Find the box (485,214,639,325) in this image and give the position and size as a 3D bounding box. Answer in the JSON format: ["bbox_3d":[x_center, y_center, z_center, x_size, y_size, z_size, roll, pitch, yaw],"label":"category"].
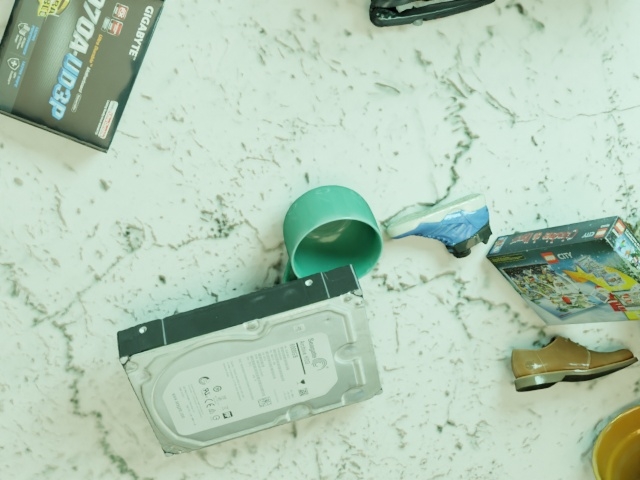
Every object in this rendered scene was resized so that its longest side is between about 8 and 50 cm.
[{"bbox_3d":[0.367,0.049,1.416,0.159,0.233,0.044,47,62,-19],"label":"box"}]

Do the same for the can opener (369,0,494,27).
[{"bbox_3d":[0.152,-0.321,1.349,0.186,0.073,0.059,-9,101,-16],"label":"can opener"}]

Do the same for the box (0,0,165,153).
[{"bbox_3d":[-0.320,-0.247,1.298,0.175,0.051,0.220,21,103,-15],"label":"box"}]

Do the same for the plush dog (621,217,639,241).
[{"bbox_3d":[0.532,0.040,1.434,0.210,0.225,0.263,25,102,-16],"label":"plush dog"}]

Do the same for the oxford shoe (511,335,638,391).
[{"bbox_3d":[0.393,0.181,1.545,0.212,0.076,0.076,-4,68,-18],"label":"oxford shoe"}]

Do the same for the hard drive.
[{"bbox_3d":[-0.091,0.177,1.418,0.338,0.064,0.237,-16,133,-4],"label":"hard drive"}]

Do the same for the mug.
[{"bbox_3d":[0.001,-0.007,1.393,0.157,0.097,0.129,-23,133,5],"label":"mug"}]

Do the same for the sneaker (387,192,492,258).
[{"bbox_3d":[0.177,-0.007,1.451,0.152,0.058,0.085,-19,101,-10],"label":"sneaker"}]

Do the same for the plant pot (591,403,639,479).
[{"bbox_3d":[0.553,0.390,1.577,0.205,0.205,0.188,-30,125,1],"label":"plant pot"}]
